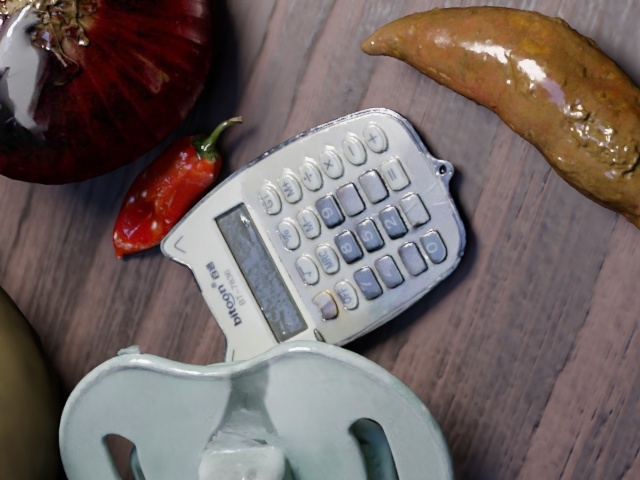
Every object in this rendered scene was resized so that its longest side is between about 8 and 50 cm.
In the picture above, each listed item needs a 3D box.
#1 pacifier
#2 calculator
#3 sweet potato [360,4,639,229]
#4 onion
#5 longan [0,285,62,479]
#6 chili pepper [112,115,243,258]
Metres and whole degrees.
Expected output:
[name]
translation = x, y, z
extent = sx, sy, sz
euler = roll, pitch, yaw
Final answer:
[pacifier]
translation = -0.066, 0.228, 1.178
extent = 0.343, 0.269, 0.288
euler = -7, 121, 23
[calculator]
translation = 0.000, 0.000, 1.235
extent = 0.268, 0.040, 0.177
euler = -28, 86, 24
[sweet potato]
translation = 0.196, -0.096, 1.105
extent = 0.354, 0.095, 0.106
euler = 36, 105, 14
[onion]
translation = -0.228, -0.180, 1.242
extent = 0.273, 0.285, 0.273
euler = 1, 83, -12
[longan]
translation = -0.423, 0.178, 1.278
extent = 0.404, 0.404, 0.436
euler = -26, 60, 25
[chili pepper]
translation = -0.133, -0.046, 1.282
extent = 0.059, 0.050, 0.191
euler = 42, 120, -1
